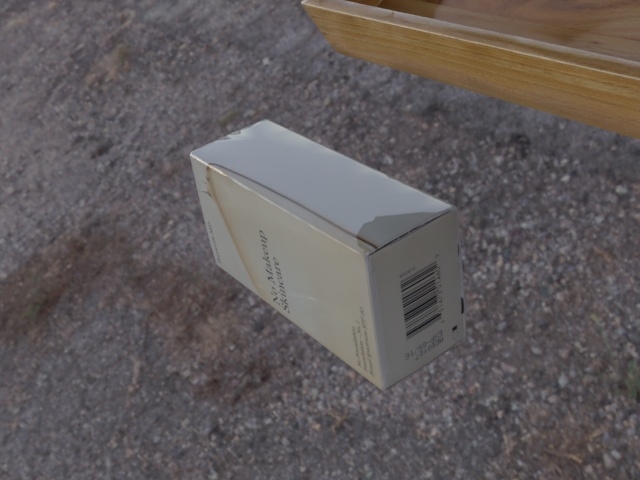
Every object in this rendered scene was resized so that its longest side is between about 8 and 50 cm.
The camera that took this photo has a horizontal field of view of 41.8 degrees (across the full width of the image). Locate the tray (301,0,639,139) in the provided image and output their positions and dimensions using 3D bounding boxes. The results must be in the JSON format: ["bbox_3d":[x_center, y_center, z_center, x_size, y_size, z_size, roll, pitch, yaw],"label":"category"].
[{"bbox_3d":[0.178,-0.204,0.646,0.203,0.076,0.411,-49,41,-8],"label":"tray"}]

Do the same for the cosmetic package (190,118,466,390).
[{"bbox_3d":[0.000,0.000,0.858,0.113,0.160,0.309,-28,35,-27],"label":"cosmetic package"}]
